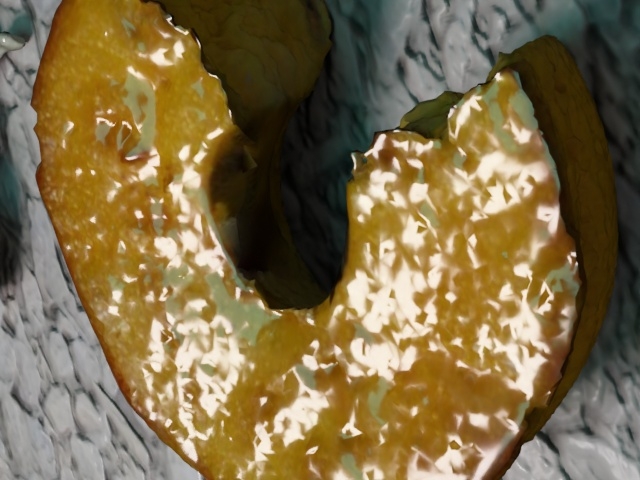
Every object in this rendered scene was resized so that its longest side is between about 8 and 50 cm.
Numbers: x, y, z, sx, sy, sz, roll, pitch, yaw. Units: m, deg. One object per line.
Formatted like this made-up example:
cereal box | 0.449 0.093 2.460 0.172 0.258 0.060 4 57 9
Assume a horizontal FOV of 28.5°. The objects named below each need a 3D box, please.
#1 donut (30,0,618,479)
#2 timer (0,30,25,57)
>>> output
donut | 0.000 0.000 0.880 0.435 0.163 0.378 26 117 28
timer | -0.362 -0.077 1.163 0.175 0.175 0.266 20 96 32
